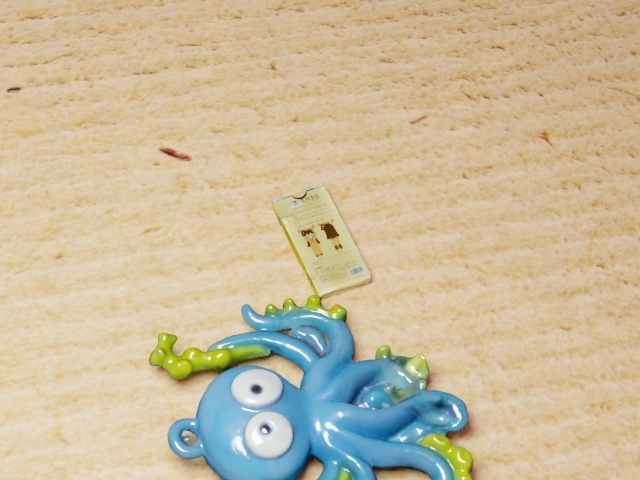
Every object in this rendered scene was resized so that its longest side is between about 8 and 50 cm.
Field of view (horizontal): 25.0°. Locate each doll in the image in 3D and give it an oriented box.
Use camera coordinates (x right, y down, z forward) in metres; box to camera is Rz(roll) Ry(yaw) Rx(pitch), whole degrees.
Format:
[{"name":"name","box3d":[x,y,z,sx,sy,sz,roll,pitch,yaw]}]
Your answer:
[{"name":"doll","box3d":[0.000,0.207,1.587,0.341,0.099,0.346,-9,63,-10]}]

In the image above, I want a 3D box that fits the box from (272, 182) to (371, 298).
[{"name":"box","box3d":[0.000,0.000,1.762,0.073,0.020,0.149,-17,62,-16]}]
